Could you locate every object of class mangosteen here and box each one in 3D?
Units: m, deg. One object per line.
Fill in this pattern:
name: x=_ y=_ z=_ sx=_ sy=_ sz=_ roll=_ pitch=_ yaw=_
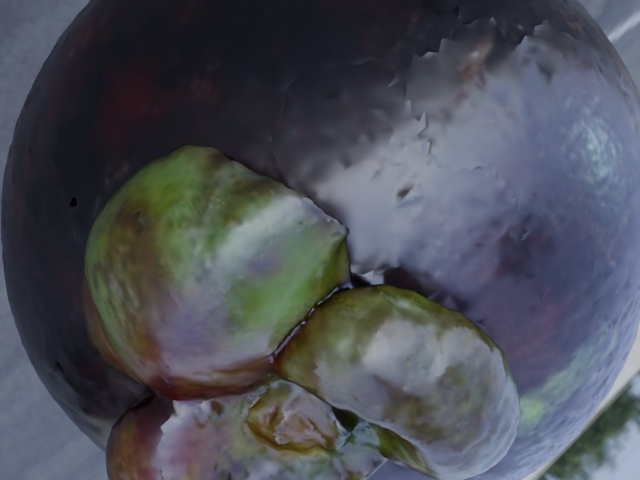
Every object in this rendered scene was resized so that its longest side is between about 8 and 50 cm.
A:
mangosteen: x=0.000 y=0.000 z=0.529 sx=0.288 sy=0.288 sz=0.288 roll=-42 pitch=166 yaw=-13
